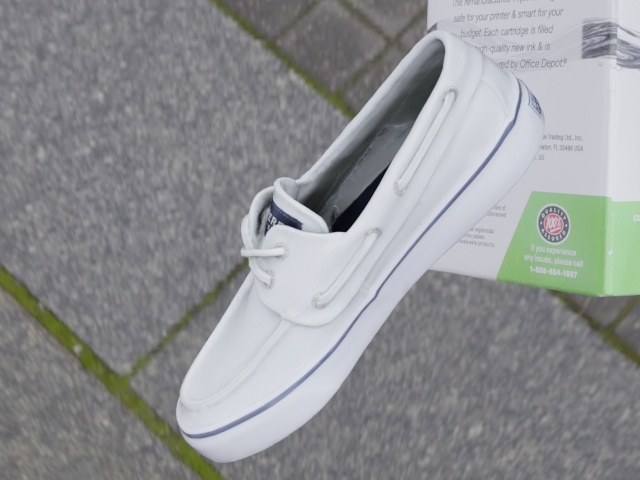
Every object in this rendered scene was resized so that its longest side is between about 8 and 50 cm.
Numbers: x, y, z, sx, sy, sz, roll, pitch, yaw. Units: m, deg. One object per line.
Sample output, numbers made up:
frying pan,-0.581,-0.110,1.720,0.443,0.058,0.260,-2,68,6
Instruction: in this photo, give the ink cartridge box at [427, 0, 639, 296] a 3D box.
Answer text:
ink cartridge box,0.168,-0.108,1.066,0.115,0.198,0.273,-1,96,-33

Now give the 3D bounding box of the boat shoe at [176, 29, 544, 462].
boat shoe,0.000,0.000,0.822,0.258,0.084,0.095,-50,33,5
